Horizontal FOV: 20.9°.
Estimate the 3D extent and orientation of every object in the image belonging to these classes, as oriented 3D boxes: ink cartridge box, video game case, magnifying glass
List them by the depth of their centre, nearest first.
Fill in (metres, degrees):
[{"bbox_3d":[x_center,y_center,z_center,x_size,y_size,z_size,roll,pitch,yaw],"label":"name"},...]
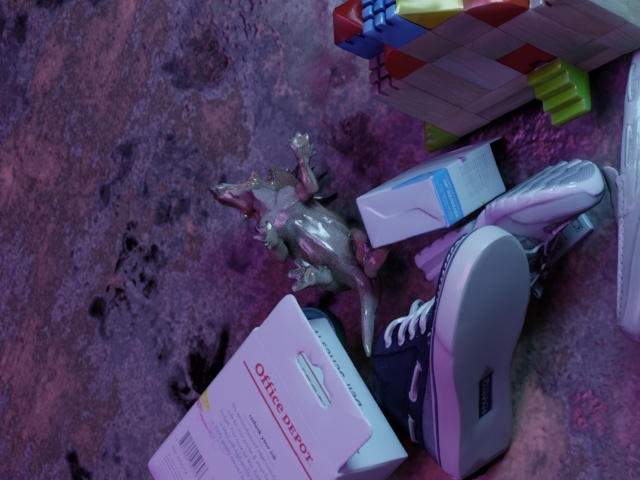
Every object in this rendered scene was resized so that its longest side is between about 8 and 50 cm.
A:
[{"bbox_3d":[0.133,-0.056,1.931,0.104,0.181,0.062,-16,99,36],"label":"ink cartridge box"},{"bbox_3d":[0.238,-0.010,1.940,0.122,0.011,0.087,-43,65,27],"label":"video game case"},{"bbox_3d":[-0.038,0.234,2.004,0.353,0.119,0.207,-51,59,37],"label":"ink cartridge box"},{"bbox_3d":[-0.039,0.188,2.130,0.092,0.026,0.231,34,109,32],"label":"magnifying glass"}]

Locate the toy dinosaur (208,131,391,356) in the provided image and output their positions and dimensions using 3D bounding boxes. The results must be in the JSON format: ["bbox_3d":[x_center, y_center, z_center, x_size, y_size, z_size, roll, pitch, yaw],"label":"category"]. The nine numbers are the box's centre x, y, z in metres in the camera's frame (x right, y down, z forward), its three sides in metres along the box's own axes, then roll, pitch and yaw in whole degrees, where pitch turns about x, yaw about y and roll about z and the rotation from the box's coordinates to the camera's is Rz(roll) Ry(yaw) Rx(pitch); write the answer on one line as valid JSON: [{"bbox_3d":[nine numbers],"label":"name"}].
[{"bbox_3d":[0.000,0.000,2.028,0.127,0.200,0.296,-40,78,-2],"label":"toy dinosaur"}]

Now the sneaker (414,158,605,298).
[{"bbox_3d":[0.223,0.002,1.878,0.115,0.105,0.281,57,144,3],"label":"sneaker"}]

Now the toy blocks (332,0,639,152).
[{"bbox_3d":[0.156,-0.241,1.819,0.381,0.261,0.191,-26,55,43],"label":"toy blocks"}]

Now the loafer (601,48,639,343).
[{"bbox_3d":[0.348,-0.051,1.806,0.111,0.112,0.320,8,86,41],"label":"loafer"}]

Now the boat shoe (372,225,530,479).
[{"bbox_3d":[0.126,0.103,1.882,0.158,0.127,0.341,34,138,36],"label":"boat shoe"}]
